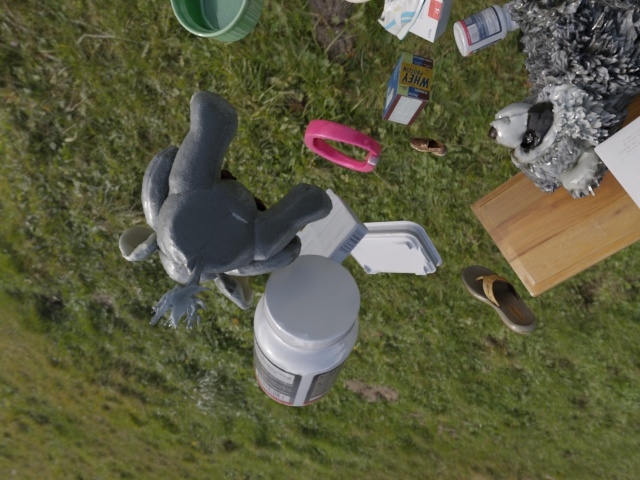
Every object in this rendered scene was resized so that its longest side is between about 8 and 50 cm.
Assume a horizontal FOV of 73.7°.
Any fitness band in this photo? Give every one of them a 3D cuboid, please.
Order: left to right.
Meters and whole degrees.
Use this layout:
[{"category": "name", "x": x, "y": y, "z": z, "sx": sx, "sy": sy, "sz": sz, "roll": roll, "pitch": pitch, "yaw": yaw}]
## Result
[{"category": "fitness band", "x": 0.057, "y": -0.253, "z": 1.167, "sx": 0.208, "sy": 0.291, "sz": 0.055, "roll": 21, "pitch": 90, "yaw": -2}]

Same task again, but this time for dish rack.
[{"category": "dish rack", "x": 0.240, "y": 0.042, "z": 1.531, "sx": 0.332, "sy": 0.073, "sz": 0.286, "roll": -2, "pitch": 144, "yaw": 36}]

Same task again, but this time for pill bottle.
[{"category": "pill bottle", "x": -0.035, "y": 0.198, "z": 0.894, "sx": 0.210, "sy": 0.210, "sz": 0.363, "roll": 17, "pitch": 144, "yaw": 3}, {"category": "pill bottle", "x": 0.519, "y": -0.663, "z": 1.330, "sx": 0.180, "sy": 0.108, "sz": 0.108, "roll": -20, "pitch": 124, "yaw": 13}]

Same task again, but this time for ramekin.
[{"category": "ramekin", "x": -0.340, "y": -0.832, "z": 1.446, "sx": 0.302, "sy": 0.148, "sz": 0.304, "roll": 4, "pitch": 101, "yaw": 19}]

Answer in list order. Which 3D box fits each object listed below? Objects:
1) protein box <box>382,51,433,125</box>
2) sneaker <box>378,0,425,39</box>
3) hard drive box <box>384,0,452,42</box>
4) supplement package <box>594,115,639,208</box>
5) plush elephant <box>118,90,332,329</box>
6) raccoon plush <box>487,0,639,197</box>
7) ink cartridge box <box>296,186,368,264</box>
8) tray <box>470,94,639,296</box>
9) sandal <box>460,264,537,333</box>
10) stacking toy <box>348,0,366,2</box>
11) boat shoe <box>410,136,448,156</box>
[{"category": "protein box", "x": 0.367, "y": -0.635, "z": 1.806, "sx": 0.135, "sy": 0.200, "sz": 0.201, "roll": 12, "pitch": 165, "yaw": -6}, {"category": "sneaker", "x": 0.225, "y": -0.630, "z": 1.143, "sx": 0.092, "sy": 0.088, "sz": 0.228, "roll": 28, "pitch": 169, "yaw": -7}, {"category": "hard drive box", "x": 0.353, "y": -0.863, "z": 1.546, "sx": 0.232, "sy": 0.089, "sz": 0.181, "roll": 36, "pitch": 160, "yaw": 20}, {"category": "supplement package", "x": 0.466, "y": -0.021, "z": 0.424, "sx": 0.177, "sy": 0.293, "sz": 0.175, "roll": 12, "pitch": 139, "yaw": -36}, {"category": "plush elephant", "x": -0.185, "y": -0.016, "z": 0.718, "sx": 0.271, "sy": 0.330, "sz": 0.255, "roll": 34, "pitch": 165, "yaw": -21}, {"category": "raccoon plush", "x": 0.454, "y": -0.232, "z": 0.569, "sx": 0.445, "sy": 0.216, "sz": 0.300, "roll": -10, "pitch": 95, "yaw": 28}, {"category": "ink cartridge box", "x": 0.000, "y": 0.000, "z": 1.060, "sx": 0.045, "sy": 0.224, "sz": 0.223, "roll": 32, "pitch": 105, "yaw": -29}, {"category": "tray", "x": 0.491, "y": -0.096, "z": 0.724, "sx": 0.410, "sy": 0.203, "sz": 0.076, "roll": -38, "pitch": 157, "yaw": 25}, {"category": "sandal", "x": 0.351, "y": 0.104, "z": 0.837, "sx": 0.072, "sy": 0.180, "sz": 0.049, "roll": -25, "pitch": 134, "yaw": -9}, {"category": "stacking toy", "x": 0.053, "y": -1.041, "z": 1.353, "sx": 0.350, "sy": 0.351, "sz": 0.479, "roll": -29, "pitch": 151, "yaw": 36}, {"category": "boat shoe", "x": 0.477, "y": -0.427, "z": 1.888, "sx": 0.177, "sy": 0.064, "sz": 0.060, "roll": 26, "pitch": 174, "yaw": 30}]
